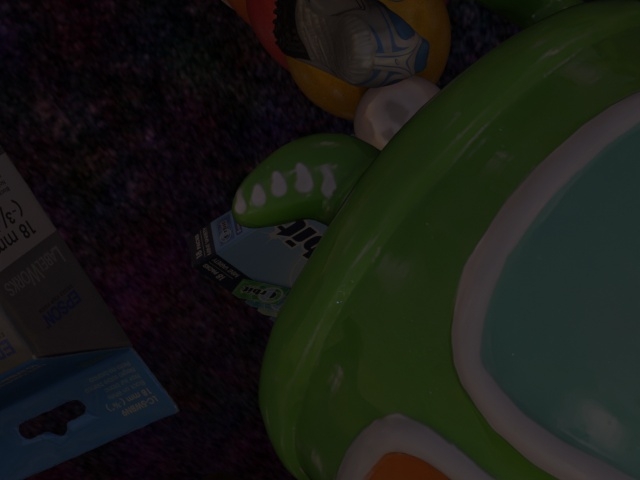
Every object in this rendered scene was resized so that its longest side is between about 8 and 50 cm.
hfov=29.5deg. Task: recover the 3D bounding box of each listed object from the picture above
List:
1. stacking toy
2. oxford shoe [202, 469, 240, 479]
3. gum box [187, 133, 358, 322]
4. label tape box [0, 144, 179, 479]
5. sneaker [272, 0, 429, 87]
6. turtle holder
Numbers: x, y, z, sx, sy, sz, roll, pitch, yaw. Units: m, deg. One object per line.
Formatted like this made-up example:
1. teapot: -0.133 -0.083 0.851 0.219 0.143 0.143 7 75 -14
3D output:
1. stacking toy: 0.049 -0.264 1.533 0.350 0.350 0.480 -18 57 2
2. oxford shoe: -0.088 0.281 1.243 0.083 0.227 0.096 11 103 -12
3. gum box: 0.000 0.000 1.109 0.184 0.157 0.041 -32 49 19
4. label tape box: -0.306 0.063 0.956 0.240 0.106 0.334 -26 102 29
5. sneaker: 0.021 -0.203 1.169 0.237 0.086 0.085 45 126 52
6. turtle holder: 0.139 0.029 0.519 0.320 0.243 0.227 -25 52 -38
